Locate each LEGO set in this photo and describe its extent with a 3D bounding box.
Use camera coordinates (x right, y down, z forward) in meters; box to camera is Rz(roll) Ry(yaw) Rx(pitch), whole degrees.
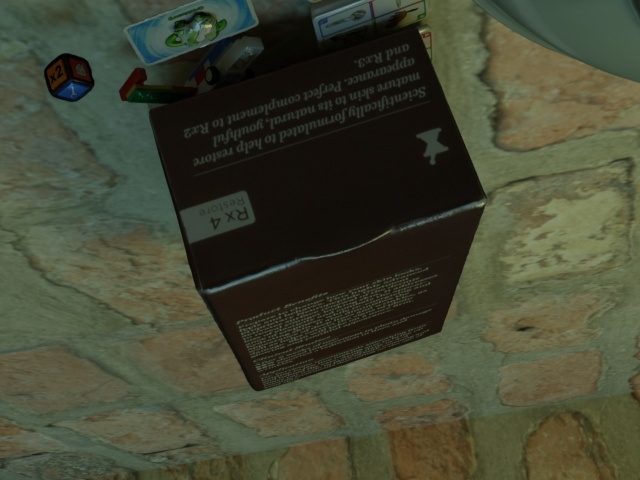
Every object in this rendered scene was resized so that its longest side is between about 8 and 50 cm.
[{"bbox_3d":[-0.051,-0.133,0.763,0.244,0.060,0.182,-21,159,1],"label":"LEGO set"}]

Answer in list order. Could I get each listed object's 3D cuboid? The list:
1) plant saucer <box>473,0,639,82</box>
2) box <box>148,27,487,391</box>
[{"bbox_3d":[0.234,-0.153,0.480,0.400,0.100,0.400,-2,153,-1],"label":"plant saucer"},{"bbox_3d":[0.000,0.000,0.910,0.191,0.143,0.381,-18,165,-4],"label":"box"}]
